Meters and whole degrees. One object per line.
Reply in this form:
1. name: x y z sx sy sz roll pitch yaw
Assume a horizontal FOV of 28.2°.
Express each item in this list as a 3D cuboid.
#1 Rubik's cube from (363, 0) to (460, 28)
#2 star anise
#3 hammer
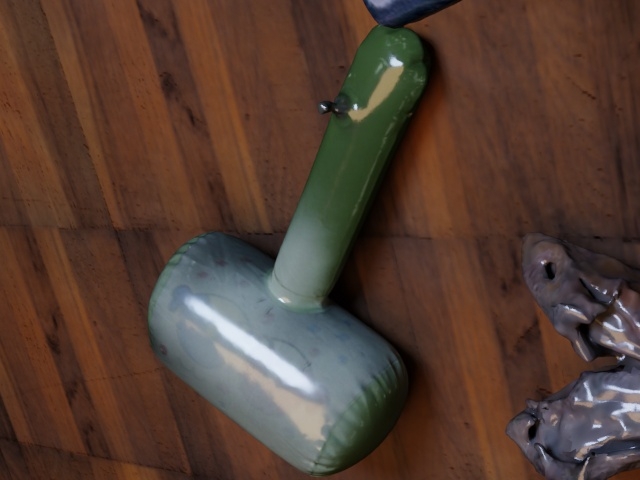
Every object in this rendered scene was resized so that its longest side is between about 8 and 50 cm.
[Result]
1. Rubik's cube: 0.127 -0.283 0.444 0.287 0.292 0.293 -11 105 63
2. star anise: 0.220 0.079 0.755 0.258 0.110 0.198 -1 114 32
3. hammer: 0.000 0.000 0.893 0.206 0.119 0.335 33 125 17
